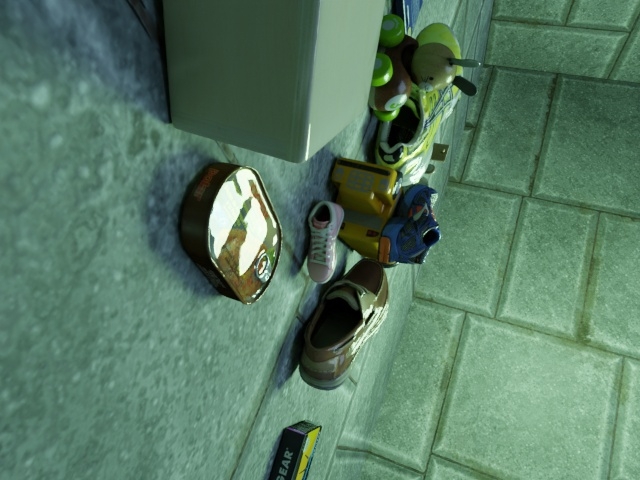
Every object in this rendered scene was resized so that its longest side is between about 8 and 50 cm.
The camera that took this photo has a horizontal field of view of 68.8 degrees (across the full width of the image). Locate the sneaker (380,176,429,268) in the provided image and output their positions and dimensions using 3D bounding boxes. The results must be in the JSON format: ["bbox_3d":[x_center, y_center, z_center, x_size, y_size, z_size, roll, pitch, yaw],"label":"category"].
[{"bbox_3d":[0.199,-0.049,1.226,0.295,0.105,0.147,-53,154,-37],"label":"sneaker"}]

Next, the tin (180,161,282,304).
[{"bbox_3d":[-0.087,-0.004,0.496,0.106,0.040,0.189,-62,158,-24],"label":"tin"}]

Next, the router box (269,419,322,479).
[{"bbox_3d":[-0.057,0.459,0.931,0.133,0.046,0.179,43,64,-70],"label":"router box"}]

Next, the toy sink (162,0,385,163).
[{"bbox_3d":[-0.030,-0.205,0.357,0.153,0.131,0.234,-52,156,-51],"label":"toy sink"}]

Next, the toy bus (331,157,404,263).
[{"bbox_3d":[0.100,-0.048,0.910,0.333,0.108,0.130,36,72,-71],"label":"toy bus"}]

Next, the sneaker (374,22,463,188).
[{"bbox_3d":[0.219,-0.306,1.007,0.147,0.145,0.384,43,61,-70],"label":"sneaker"}]

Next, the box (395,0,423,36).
[{"bbox_3d":[0.179,-0.505,0.899,0.136,0.036,0.225,60,46,-65],"label":"box"}]

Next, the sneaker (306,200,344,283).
[{"bbox_3d":[0.000,0.000,0.739,0.070,0.051,0.134,26,76,-70],"label":"sneaker"}]

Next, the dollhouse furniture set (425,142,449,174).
[{"bbox_3d":[0.258,-0.245,1.197,0.151,0.123,0.144,71,38,-60],"label":"dollhouse furniture set"}]

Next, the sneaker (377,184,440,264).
[{"bbox_3d":[0.172,-0.023,0.822,0.221,0.087,0.083,-53,155,-44],"label":"sneaker"}]

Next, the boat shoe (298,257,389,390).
[{"bbox_3d":[0.059,0.135,0.914,0.324,0.123,0.116,-59,154,-45],"label":"boat shoe"}]

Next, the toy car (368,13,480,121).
[{"bbox_3d":[0.187,-0.295,0.839,0.155,0.188,0.149,44,62,-69],"label":"toy car"}]
